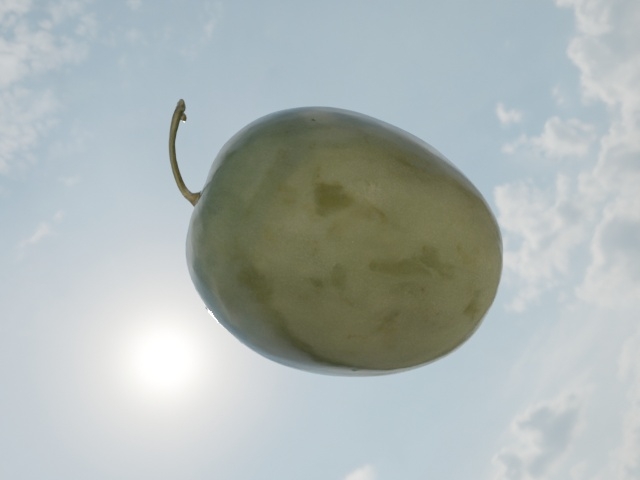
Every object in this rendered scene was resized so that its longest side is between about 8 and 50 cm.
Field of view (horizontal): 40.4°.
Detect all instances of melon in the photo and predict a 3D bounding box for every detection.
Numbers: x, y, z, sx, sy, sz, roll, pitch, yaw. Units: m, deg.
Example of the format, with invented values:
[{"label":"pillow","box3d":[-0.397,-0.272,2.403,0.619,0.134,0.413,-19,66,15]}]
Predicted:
[{"label":"melon","box3d":[0.015,0.003,0.826,0.272,0.307,0.272,3,-90,-69]}]
